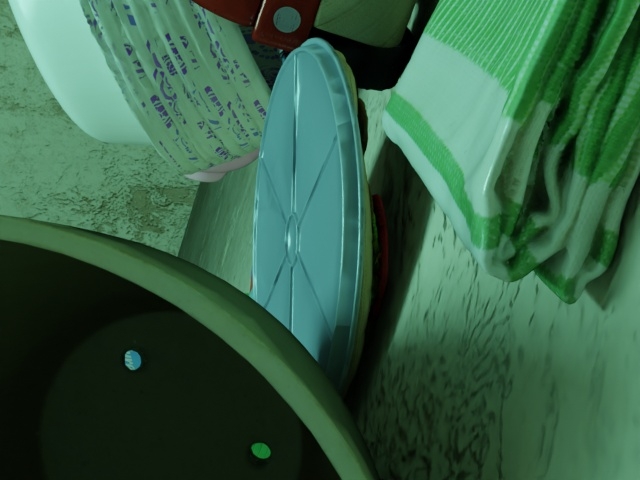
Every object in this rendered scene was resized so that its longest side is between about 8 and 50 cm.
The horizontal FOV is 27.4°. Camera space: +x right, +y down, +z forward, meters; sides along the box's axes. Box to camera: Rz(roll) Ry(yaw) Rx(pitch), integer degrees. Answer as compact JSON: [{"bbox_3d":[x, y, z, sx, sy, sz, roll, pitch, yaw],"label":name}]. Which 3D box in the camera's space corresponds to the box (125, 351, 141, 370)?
[{"bbox_3d":[-0.164,0.210,0.964,0.154,0.142,0.300,-86,8,-56],"label":"box"}]

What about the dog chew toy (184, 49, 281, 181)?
[{"bbox_3d":[-0.093,-0.218,1.267,0.206,0.207,0.331,-96,16,-70],"label":"dog chew toy"}]

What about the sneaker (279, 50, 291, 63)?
[{"bbox_3d":[-0.030,-0.131,1.110,0.162,0.063,0.073,-92,22,-65],"label":"sneaker"}]

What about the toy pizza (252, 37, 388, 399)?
[{"bbox_3d":[0.000,0.000,0.660,0.201,0.032,0.201,-179,90,-76],"label":"toy pizza"}]

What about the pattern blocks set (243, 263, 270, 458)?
[{"bbox_3d":[-0.037,0.044,0.939,0.324,0.026,0.285,-83,12,-47],"label":"pattern blocks set"}]

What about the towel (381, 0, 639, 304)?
[{"bbox_3d":[0.093,-0.164,0.409,0.248,0.038,0.324,-104,31,-76],"label":"towel"}]

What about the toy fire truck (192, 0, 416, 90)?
[{"bbox_3d":[-0.049,-0.220,0.739,0.217,0.246,0.158,-88,15,-60],"label":"toy fire truck"}]

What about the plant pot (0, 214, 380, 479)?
[{"bbox_3d":[-0.086,0.105,0.485,0.274,0.257,0.256,-45,-28,-81],"label":"plant pot"}]

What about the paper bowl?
[{"bbox_3d":[-0.133,-0.184,0.956,0.284,0.148,0.284,-20,-90,-85],"label":"paper bowl"}]
